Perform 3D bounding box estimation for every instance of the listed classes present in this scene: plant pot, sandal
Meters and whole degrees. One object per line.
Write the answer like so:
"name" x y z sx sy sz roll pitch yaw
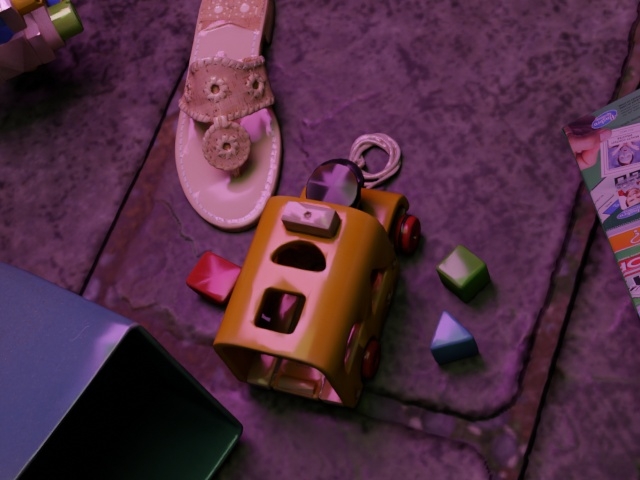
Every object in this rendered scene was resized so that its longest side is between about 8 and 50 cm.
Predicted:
"plant pot" -0.212 0.111 0.846 0.234 0.165 0.166 26 72 34
"sandal" -0.080 -0.129 0.979 0.088 0.079 0.240 -5 62 13

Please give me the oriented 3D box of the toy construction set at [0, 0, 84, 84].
"toy construction set" -0.287 -0.262 1.027 0.151 0.215 0.328 -13 60 8

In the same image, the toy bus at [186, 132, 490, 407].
"toy bus" 0.001 0.011 0.868 0.191 0.104 0.202 -30 60 -2

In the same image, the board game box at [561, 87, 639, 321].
"board game box" 0.329 -0.059 0.784 0.317 0.046 0.214 -26 48 17
